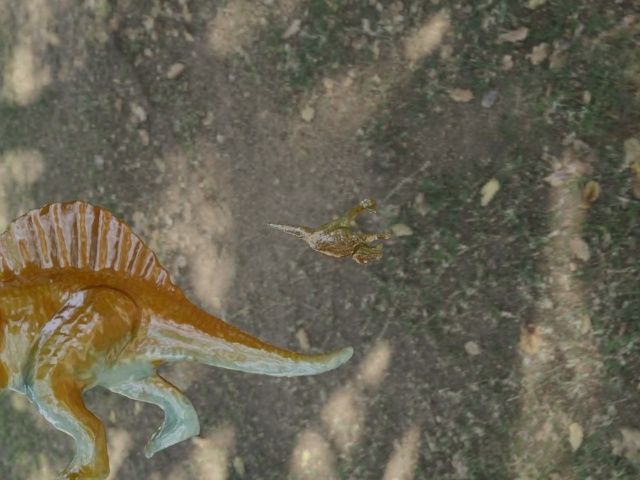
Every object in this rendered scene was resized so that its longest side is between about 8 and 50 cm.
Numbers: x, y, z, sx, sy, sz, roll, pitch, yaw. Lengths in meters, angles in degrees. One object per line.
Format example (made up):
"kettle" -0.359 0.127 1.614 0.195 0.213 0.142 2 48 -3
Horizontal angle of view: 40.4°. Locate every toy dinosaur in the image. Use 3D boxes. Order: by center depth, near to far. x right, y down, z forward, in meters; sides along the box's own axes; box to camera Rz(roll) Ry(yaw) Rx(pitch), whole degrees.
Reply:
"toy dinosaur" -0.106 0.036 0.399 0.142 0.212 0.057 67 155 6
"toy dinosaur" 0.000 0.000 0.945 0.162 0.126 0.039 -7 114 15
